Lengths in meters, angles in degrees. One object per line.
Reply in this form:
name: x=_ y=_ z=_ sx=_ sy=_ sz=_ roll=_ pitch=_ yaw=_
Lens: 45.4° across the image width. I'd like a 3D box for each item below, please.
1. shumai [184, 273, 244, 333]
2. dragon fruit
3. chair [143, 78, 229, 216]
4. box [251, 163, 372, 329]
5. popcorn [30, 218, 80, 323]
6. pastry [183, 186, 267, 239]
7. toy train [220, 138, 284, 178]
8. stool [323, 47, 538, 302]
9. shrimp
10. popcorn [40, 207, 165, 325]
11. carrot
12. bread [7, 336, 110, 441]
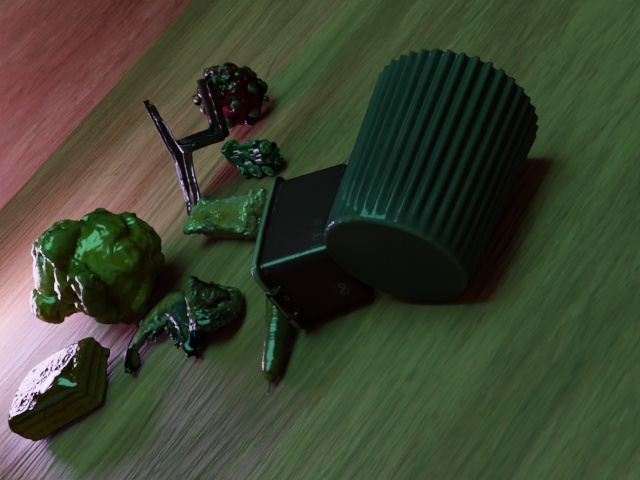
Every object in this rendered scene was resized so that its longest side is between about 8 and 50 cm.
shumai: x=-0.230 y=0.134 z=1.607 sx=0.123 sy=0.105 sz=0.139 roll=-4 pitch=55 yaw=19
dragon fruit: x=-0.266 y=-0.434 z=2.237 sx=0.218 sy=0.198 sz=0.273 roll=-25 pitch=33 yaw=-3
chair: x=-0.329 y=-0.248 z=2.056 sx=0.183 sy=0.327 sz=0.175 roll=-24 pitch=21 yaw=-13
box: x=0.000 y=0.000 z=1.446 sx=0.167 sy=0.193 sz=0.294 roll=-19 pitch=39 yaw=25
popcorn: x=-0.663 y=0.081 z=2.077 sx=0.173 sy=0.225 sz=0.286 roll=23 pitch=106 yaw=47
pastry: x=-0.229 y=-0.053 z=1.855 sx=0.258 sy=0.089 sz=0.121 roll=-8 pitch=50 yaw=45
toy train: x=-0.171 y=-0.218 z=1.971 sx=0.178 sy=0.105 sz=0.071 roll=2 pitch=49 yaw=48
stool: x=0.176 y=-0.097 z=1.273 sx=0.297 sy=0.297 sz=0.330 roll=-5 pitch=51 yaw=45
shrimp: x=-0.354 y=0.222 z=1.704 sx=0.222 sy=0.054 sz=0.290 roll=-47 pitch=32 yaw=-6
popcorn: x=-0.512 y=0.064 z=1.863 sx=0.279 sy=0.274 sz=0.335 roll=-41 pitch=1 yaw=-28
carrot: x=-0.079 y=0.162 z=1.464 sx=0.078 sy=0.078 sz=0.298 roll=-23 pitch=43 yaw=30
bread: x=-0.616 y=0.347 z=1.798 sx=0.234 sy=0.110 sz=0.184 roll=-33 pitch=32 yaw=18
